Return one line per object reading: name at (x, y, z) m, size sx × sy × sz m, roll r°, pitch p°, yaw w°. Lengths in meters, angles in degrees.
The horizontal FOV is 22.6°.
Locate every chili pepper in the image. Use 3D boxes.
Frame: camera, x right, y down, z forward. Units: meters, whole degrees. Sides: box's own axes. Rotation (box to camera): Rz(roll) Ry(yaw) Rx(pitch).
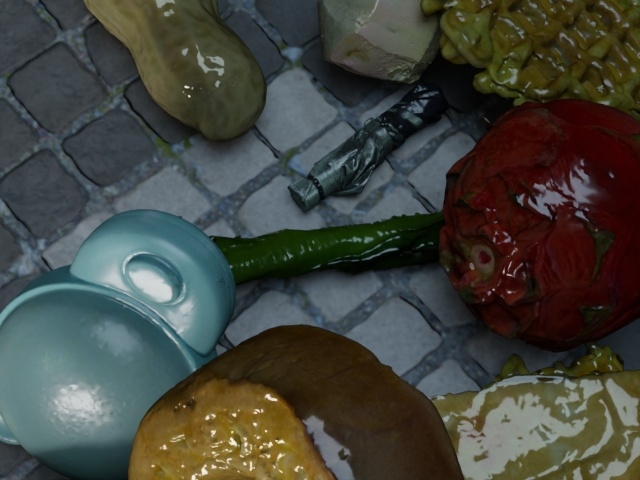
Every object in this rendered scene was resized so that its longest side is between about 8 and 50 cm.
chili pepper at (0.001, 0.000, 1.538) m, size 0.359 × 0.076 × 0.085 m, roll -12°, pitch 42°, yaw -17°

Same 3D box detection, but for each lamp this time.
lamp at (-0.178, 0.100, 1.393) m, size 0.209 × 0.147 × 0.284 m, roll 32°, pitch 104°, yaw -2°

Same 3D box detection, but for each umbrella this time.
umbrella at (0.051, -0.092, 1.592) m, size 0.188 × 0.046 × 0.050 m, roll -36°, pitch 56°, yaw -16°

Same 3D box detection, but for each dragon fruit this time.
dragon fruit at (0.221, -0.015, 1.464) m, size 0.241 × 0.252 × 0.241 m, roll -17°, pitch 63°, yaw 37°

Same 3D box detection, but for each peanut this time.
peanut at (-0.142, -0.210, 1.587) m, size 0.123 × 0.123 × 0.257 m, roll -35°, pitch 78°, yaw -17°

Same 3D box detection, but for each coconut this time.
coconut at (0.055, -0.219, 1.595) m, size 0.122 × 0.116 × 0.116 m, roll 21°, pitch 67°, yaw -17°

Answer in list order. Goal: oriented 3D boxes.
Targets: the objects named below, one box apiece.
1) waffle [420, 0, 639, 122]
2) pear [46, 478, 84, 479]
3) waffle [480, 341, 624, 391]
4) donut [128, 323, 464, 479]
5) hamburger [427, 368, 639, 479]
waffle at (0.213, -0.244, 1.602) m, size 0.325 × 0.068 × 0.302 m, roll 10°, pitch 59°, yaw -28°
pear at (-0.228, 0.297, 1.349) m, size 0.219 × 0.187 × 0.187 m, roll -13°, pitch 70°, yaw 5°
waffle at (0.236, 0.242, 1.468) m, size 0.329 × 0.062 × 0.329 m, roll 0°, pitch 71°, yaw -1°
donut at (-0.013, 0.227, 1.243) m, size 0.317 × 0.299 × 0.150 m, roll 42°, pitch 29°, yaw 25°
hamburger at (0.153, 0.229, 1.352) m, size 0.330 × 0.162 × 0.209 m, roll -8°, pitch 74°, yaw -3°
